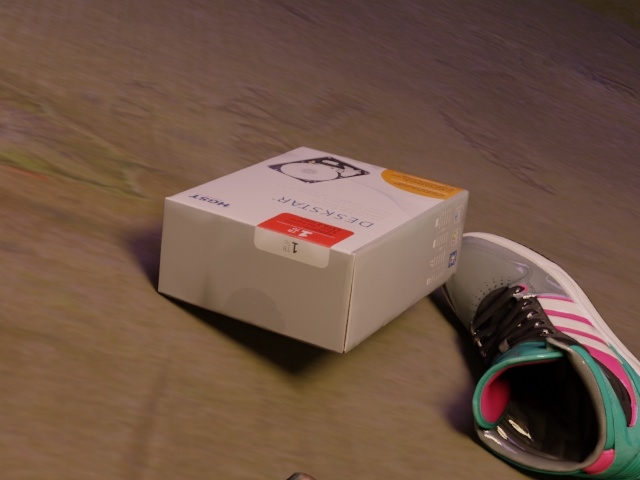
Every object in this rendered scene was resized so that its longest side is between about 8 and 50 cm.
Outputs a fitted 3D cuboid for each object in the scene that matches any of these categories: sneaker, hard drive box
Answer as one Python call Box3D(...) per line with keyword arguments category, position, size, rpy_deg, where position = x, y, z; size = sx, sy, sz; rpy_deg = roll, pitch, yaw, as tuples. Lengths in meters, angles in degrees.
Box3D(category="sneaker", position=(0.177, 0.102, 1.107), size=(0.295, 0.124, 0.178), rpy_deg=(47, 23, 28))
Box3D(category="hard drive box", position=(0.000, 0.000, 1.082), size=(0.181, 0.089, 0.232), rpy_deg=(16, 22, 24))

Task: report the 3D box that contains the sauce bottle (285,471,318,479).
Box3D(category="sauce bottle", position=(0.112, 0.264, 0.781), size=(0.344, 0.111, 0.111), rpy_deg=(26, 28, -3))
